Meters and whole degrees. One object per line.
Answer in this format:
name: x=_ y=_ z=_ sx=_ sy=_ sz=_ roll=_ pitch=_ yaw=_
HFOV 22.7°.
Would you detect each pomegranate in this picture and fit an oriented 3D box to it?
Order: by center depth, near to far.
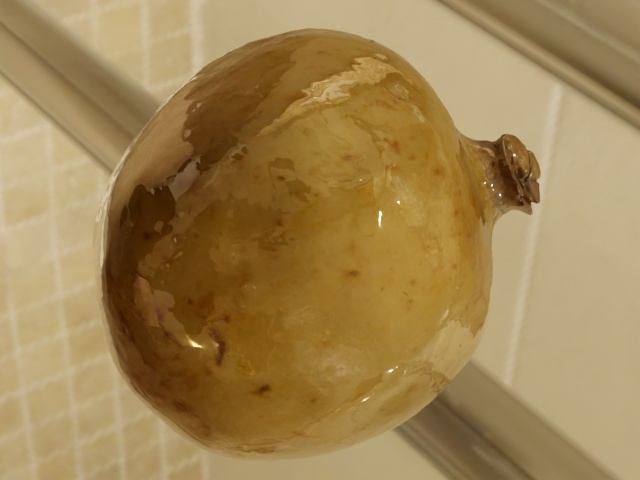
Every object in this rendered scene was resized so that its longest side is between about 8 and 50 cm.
pomegranate: x=0.000 y=0.000 z=0.669 sx=0.196 sy=0.196 sz=0.196 roll=-28 pitch=139 yaw=-28
